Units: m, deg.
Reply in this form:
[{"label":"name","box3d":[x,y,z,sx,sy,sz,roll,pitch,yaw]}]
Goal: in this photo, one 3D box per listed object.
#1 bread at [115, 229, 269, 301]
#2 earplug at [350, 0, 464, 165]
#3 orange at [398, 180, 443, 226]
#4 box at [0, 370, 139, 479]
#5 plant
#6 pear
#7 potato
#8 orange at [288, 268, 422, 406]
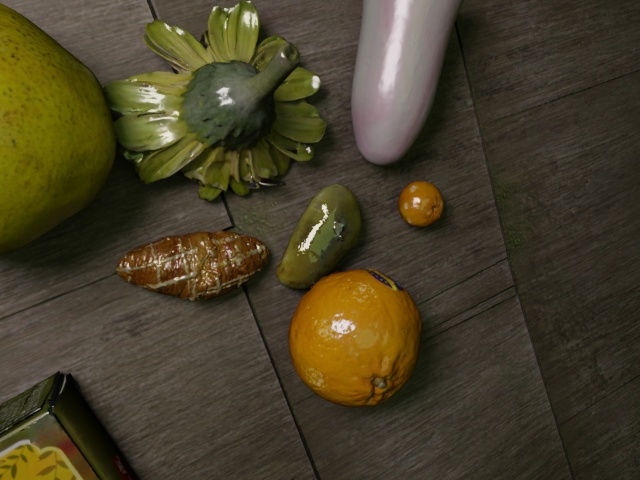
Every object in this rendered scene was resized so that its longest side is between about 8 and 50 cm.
[{"label":"bread","box3d":[-0.183,0.039,0.775,0.232,0.076,0.105,-5,96,-19]},{"label":"earplug","box3d":[0.123,-0.269,0.822,0.172,0.172,0.302,7,100,-21]},{"label":"orange","box3d":[0.175,-0.064,0.901,0.083,0.070,0.083,-4,100,-24]},{"label":"box","box3d":[-0.442,0.450,0.687,0.420,0.138,0.373,-29,105,-15]},{"label":"plant","box3d":[-0.105,-0.171,0.725,0.306,0.296,0.261,-49,141,-26]},{"label":"pear","box3d":[-0.393,-0.126,0.575,0.294,0.294,0.295,-2,97,-21]},{"label":"potato","box3d":[0.000,0.000,0.835,0.105,0.085,0.188,39,86,-18]},{"label":"orange","box3d":[0.057,0.152,0.809,0.219,0.193,0.219,-30,145,-24]}]
